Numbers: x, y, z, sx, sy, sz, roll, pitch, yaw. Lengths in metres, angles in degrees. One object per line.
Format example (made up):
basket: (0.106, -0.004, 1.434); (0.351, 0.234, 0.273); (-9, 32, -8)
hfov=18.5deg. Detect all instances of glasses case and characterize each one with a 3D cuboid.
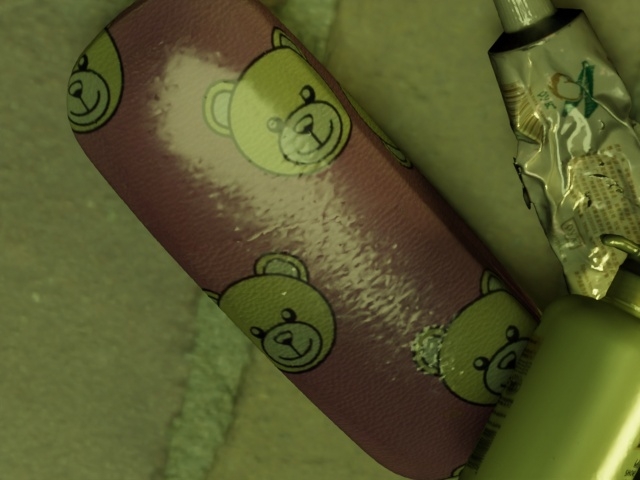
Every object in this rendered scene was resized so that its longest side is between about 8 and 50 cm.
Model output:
glasses case: (0.000, 0.000, 1.027); (0.123, 0.076, 0.316); (-38, 108, 17)

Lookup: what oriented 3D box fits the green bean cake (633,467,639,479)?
green bean cake: (0.173, 0.203, 1.099); (0.183, 0.094, 0.185); (-31, 109, 21)

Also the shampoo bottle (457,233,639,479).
shampoo bottle: (0.136, 0.077, 0.997); (0.079, 0.079, 0.162); (28, 89, -6)

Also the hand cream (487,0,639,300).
hand cream: (0.143, -0.029, 1.011); (0.084, 0.050, 0.257); (-17, 117, 13)
